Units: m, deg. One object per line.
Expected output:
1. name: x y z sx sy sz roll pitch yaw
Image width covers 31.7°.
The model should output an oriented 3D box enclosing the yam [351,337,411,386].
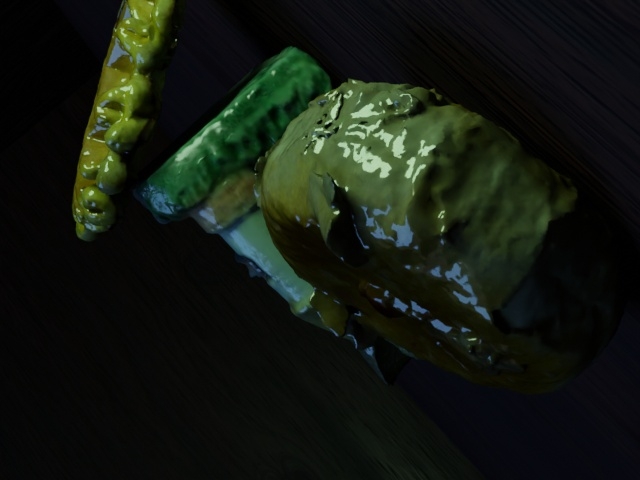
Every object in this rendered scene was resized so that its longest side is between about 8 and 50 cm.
1. yam: 0.060 0.095 1.663 0.259 0.106 0.106 50 174 -14

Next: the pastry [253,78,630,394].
1. pastry: 0.072 0.011 0.712 0.257 0.120 0.236 45 162 -31

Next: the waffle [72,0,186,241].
1. waffle: -0.174 -0.140 1.034 0.058 0.281 0.301 17 165 -12

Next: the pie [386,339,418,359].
1. pie: 0.071 0.079 1.356 0.241 0.054 0.240 28 -177 -2

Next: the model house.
1. model house: 0.000 0.000 1.078 0.325 0.194 0.267 46 175 -11
